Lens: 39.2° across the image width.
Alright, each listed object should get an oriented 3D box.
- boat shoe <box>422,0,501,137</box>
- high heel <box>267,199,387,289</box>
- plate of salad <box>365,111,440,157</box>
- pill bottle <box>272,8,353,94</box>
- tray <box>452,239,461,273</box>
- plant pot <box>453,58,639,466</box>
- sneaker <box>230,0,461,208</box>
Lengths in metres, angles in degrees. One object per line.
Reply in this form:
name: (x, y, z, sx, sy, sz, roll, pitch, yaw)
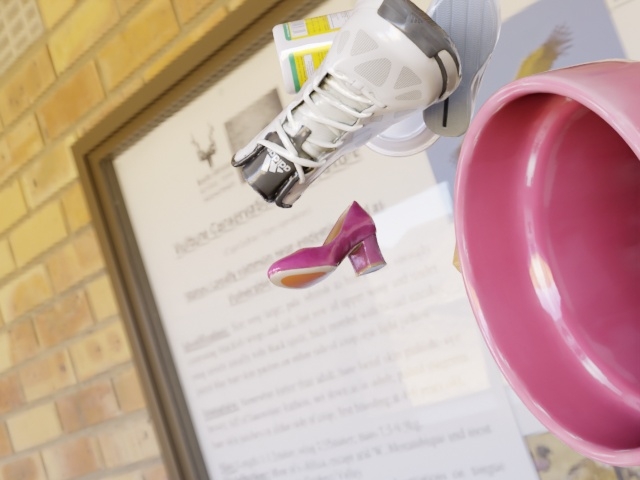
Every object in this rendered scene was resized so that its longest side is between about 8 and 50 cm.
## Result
boat shoe: (0.199, -0.280, 1.317, 0.109, 0.094, 0.302, 14, -33, 7)
high heel: (0.000, 0.000, 1.320, 0.244, 0.117, 0.082, -10, -19, -43)
plate of salad: (0.139, -0.248, 1.595, 0.200, 0.200, 0.048, -22, 3, 22)
pill bottle: (0.034, -0.316, 1.478, 0.208, 0.117, 0.117, -12, -8, 0)
tray: (0.420, -0.078, 1.524, 0.411, 0.203, 0.076, -22, -52, 37)
plant pot: (0.198, -0.003, 0.479, 0.180, 0.201, 0.201, -14, -9, -19)
sneaker: (0.021, -0.152, 1.195, 0.257, 0.169, 0.447, -49, 4, -11)
